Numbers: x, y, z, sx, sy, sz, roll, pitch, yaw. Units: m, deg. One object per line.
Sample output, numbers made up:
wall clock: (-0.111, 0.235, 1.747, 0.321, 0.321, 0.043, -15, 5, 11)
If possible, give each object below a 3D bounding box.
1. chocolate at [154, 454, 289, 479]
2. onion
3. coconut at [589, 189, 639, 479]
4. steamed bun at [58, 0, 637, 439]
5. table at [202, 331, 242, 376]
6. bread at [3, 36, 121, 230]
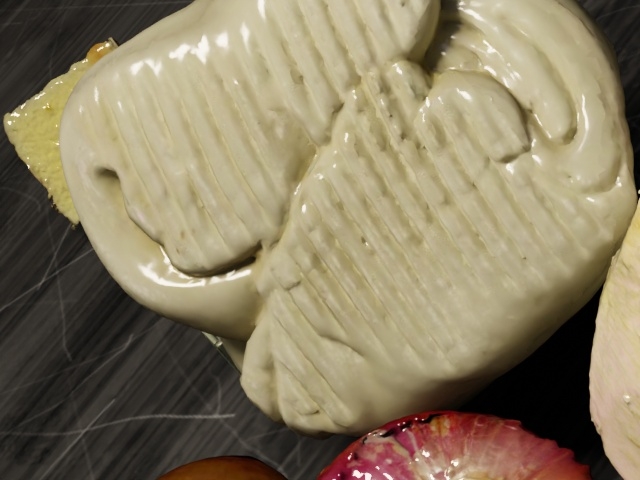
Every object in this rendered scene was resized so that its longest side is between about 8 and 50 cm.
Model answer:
chocolate: (-0.072, 0.241, 1.288, 0.177, 0.177, 0.176, -20, 43, 20)
onion: (0.089, 0.231, 1.191, 0.230, 0.163, 0.230, 1, 56, -2)
coconut: (0.301, 0.055, 1.101, 0.297, 0.297, 0.254, -46, 43, -10)
steamed bun: (0.047, -0.060, 1.279, 0.368, 0.342, 0.255, -30, 5, 26)
table: (0.000, 0.000, 1.475, 0.240, 0.121, 0.111, -42, 54, -6)
bread: (-0.203, -0.108, 1.723, 0.147, 0.152, 0.127, -31, 30, 7)
